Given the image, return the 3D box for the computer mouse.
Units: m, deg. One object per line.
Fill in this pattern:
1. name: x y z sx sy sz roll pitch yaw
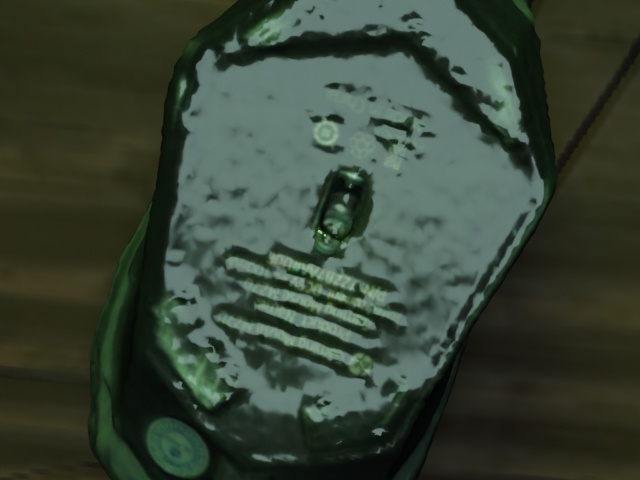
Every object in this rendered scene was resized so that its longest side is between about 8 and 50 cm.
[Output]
1. computer mouse: 0.000 0.000 0.520 0.105 0.062 0.192 22 106 1
